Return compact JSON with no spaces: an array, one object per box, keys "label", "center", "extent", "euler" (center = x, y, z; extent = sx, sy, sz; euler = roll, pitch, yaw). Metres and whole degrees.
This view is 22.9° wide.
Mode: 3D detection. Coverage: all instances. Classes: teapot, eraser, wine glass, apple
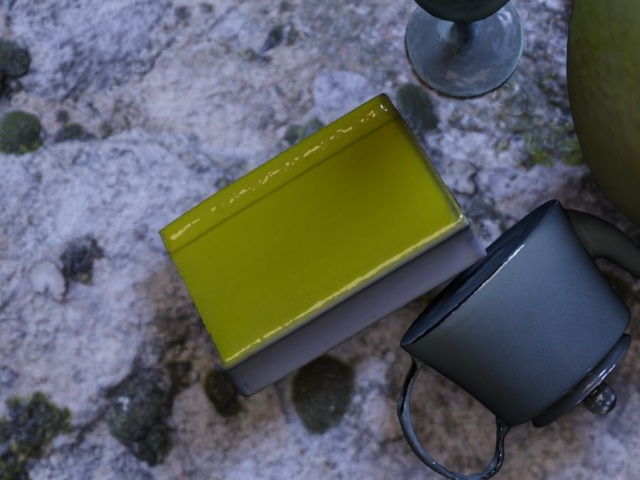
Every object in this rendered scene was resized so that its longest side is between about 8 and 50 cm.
[{"label":"teapot","center":[0.161,0.082,1.197],"extent":[0.239,0.162,0.149],"euler":[-44,93,-1]},{"label":"eraser","center":[0.000,0.000,1.227],"extent":[0.226,0.069,0.158],"euler":[-31,50,3]},{"label":"wine glass","center":[0.027,-0.151,1.152],"extent":[0.264,0.309,0.096],"euler":[-23,81,3]},{"label":"apple","center":[0.308,-0.136,1.130],"extent":[0.292,0.292,0.254],"euler":[-22,103,2]}]
